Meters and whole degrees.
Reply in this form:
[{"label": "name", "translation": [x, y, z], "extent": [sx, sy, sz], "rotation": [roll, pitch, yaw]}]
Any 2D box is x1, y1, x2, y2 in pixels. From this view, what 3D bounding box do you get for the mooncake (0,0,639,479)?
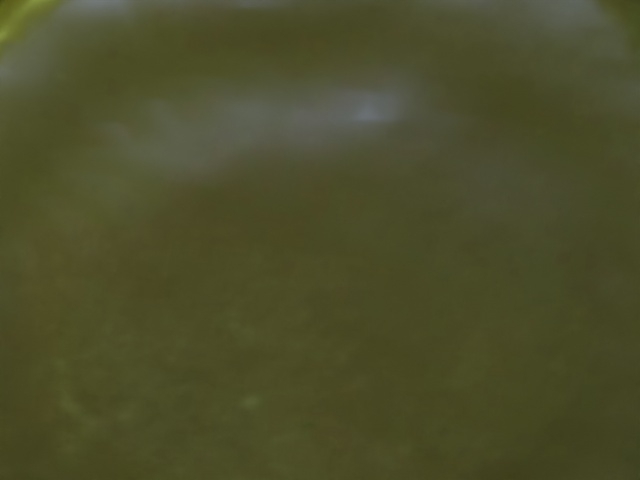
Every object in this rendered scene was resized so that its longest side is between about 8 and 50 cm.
[{"label": "mooncake", "translation": [0.000, 0.000, 0.591], "extent": [0.378, 0.201, 0.378], "rotation": [2, 119, 4]}]
